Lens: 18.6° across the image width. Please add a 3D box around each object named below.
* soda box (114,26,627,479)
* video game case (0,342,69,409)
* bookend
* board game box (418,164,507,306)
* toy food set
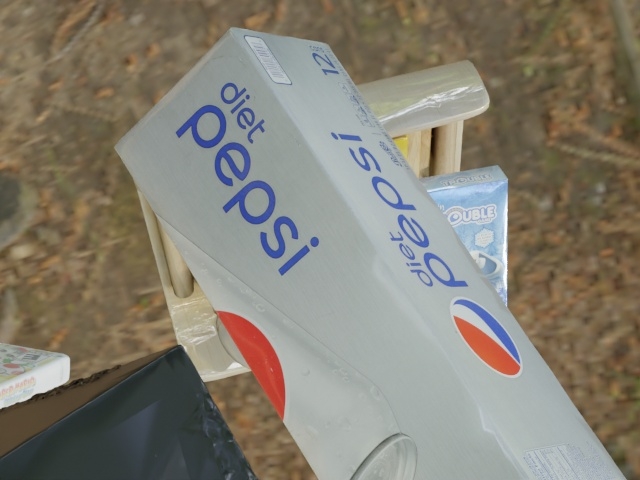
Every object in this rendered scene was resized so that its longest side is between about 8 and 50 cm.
[{"bbox_3d":[0.020,0.036,0.953,0.091,0.098,0.286,1,52,-57],"label":"soda box"},{"bbox_3d":[-0.330,0.098,1.410,0.206,0.227,0.026,-24,119,-64],"label":"video game case"},{"bbox_3d":[-0.115,0.108,0.550,0.157,0.156,0.072,-32,96,-37],"label":"bookend"},{"bbox_3d":[0.062,0.006,1.118,0.090,0.020,0.090,-10,121,-10],"label":"board game box"},{"bbox_3d":[0.000,0.000,1.291,0.220,0.306,0.092,-14,66,-5],"label":"toy food set"}]
